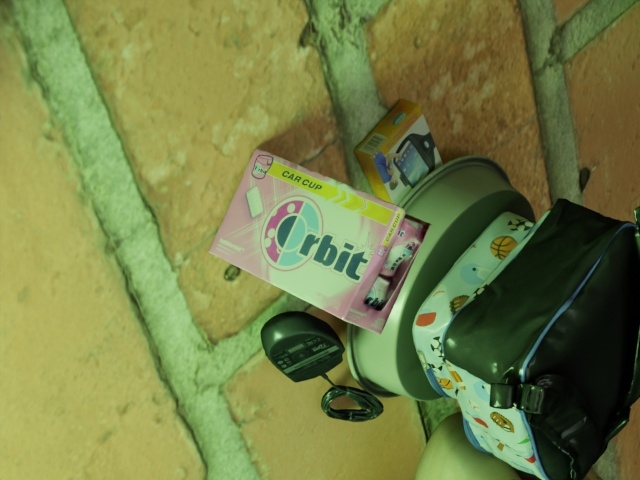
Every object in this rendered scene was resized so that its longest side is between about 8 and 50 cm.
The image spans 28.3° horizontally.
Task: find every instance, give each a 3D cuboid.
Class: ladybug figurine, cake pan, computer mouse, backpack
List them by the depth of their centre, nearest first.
[{"bbox_3d":[0.005,0.130,1.313,0.071,0.041,0.242,-25,144,9],"label":"computer mouse"},{"bbox_3d":[0.232,0.117,1.321,0.276,0.213,0.263,-43,132,-23],"label":"backpack"},{"bbox_3d":[0.144,0.051,1.395,0.293,0.054,0.293,-31,134,-37],"label":"cake pan"},{"bbox_3d":[0.245,0.351,1.509,0.162,0.305,0.449,-47,148,14],"label":"ladybug figurine"}]

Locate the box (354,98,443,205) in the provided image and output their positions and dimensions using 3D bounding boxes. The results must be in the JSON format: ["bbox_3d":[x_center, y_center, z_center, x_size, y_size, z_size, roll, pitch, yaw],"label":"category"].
[{"bbox_3d":[0.090,-0.071,1.320,0.081,0.028,0.136,-48,135,-19],"label":"box"}]

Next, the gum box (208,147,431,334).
[{"bbox_3d":[0.000,0.000,1.130,0.062,0.188,0.107,25,90,-50],"label":"gum box"}]
